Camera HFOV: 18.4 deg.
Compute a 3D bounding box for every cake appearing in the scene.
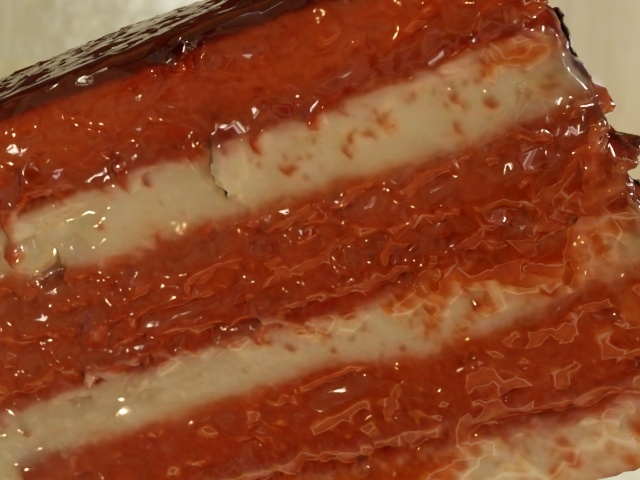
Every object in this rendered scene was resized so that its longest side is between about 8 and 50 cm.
[{"bbox_3d":[0.000,0.000,0.563,0.262,0.158,0.159,-18,-166,32],"label":"cake"}]
